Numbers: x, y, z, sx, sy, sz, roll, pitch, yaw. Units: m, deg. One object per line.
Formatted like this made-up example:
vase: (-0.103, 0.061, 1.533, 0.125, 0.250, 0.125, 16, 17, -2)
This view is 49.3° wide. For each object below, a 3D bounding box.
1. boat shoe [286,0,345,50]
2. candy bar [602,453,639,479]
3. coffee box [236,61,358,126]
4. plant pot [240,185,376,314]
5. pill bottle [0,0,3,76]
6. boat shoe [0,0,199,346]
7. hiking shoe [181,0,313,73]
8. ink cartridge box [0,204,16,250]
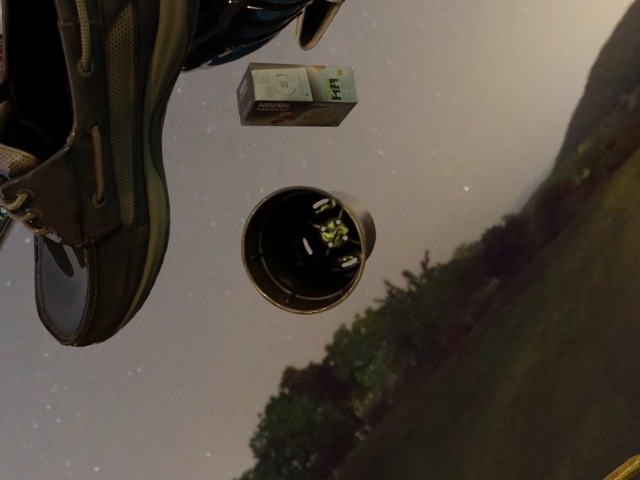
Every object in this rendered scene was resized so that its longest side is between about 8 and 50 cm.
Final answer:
boat shoe: (0.019, -0.407, 1.086, 0.095, 0.084, 0.258, -10, -26, -28)
candy bar: (0.387, 0.336, 0.952, 0.161, 0.018, 0.040, -45, -43, 16)
coffee box: (-0.057, -0.334, 1.621, 0.247, 0.098, 0.141, -3, -16, -21)
plant pot: (0.000, 0.000, 0.959, 0.167, 0.167, 0.165, -54, -8, 18)
pill bottle: (-0.357, -0.229, 0.825, 0.121, 0.121, 0.221, -36, -29, -52)
boat shoe: (-0.193, -0.072, 0.515, 0.130, 0.132, 0.355, -18, -52, -48)
hiking shoe: (-0.045, -0.224, 0.552, 0.304, 0.113, 0.132, -17, 5, 33)
ink cartridge box: (-0.443, 0.041, 0.799, 0.046, 0.097, 0.207, 140, 152, -69)
